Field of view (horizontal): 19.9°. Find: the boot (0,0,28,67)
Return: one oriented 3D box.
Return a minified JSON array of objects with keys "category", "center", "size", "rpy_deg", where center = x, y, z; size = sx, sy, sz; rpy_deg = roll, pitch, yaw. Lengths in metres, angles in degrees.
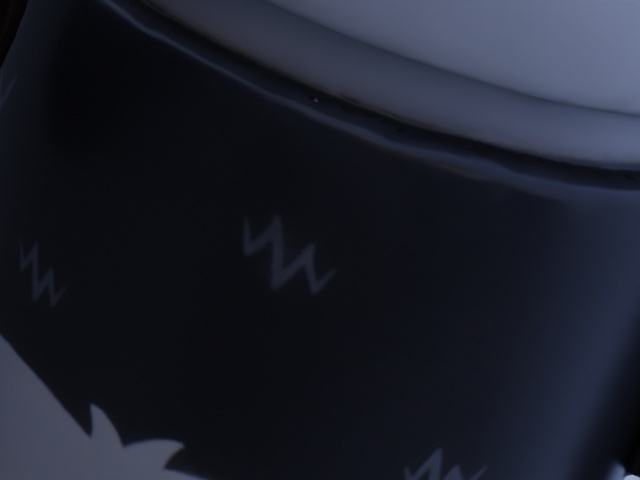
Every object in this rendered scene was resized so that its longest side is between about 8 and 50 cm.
[{"category":"boot","center":[-0.109,-0.105,0.289],"size":[0.106,0.082,0.219],"rpy_deg":[27,-34,21]}]

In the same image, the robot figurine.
[{"category":"robot figurine","center":[0.003,0.000,0.426],"size":[0.173,0.209,0.278],"rpy_deg":[-120,-136,-57]}]
